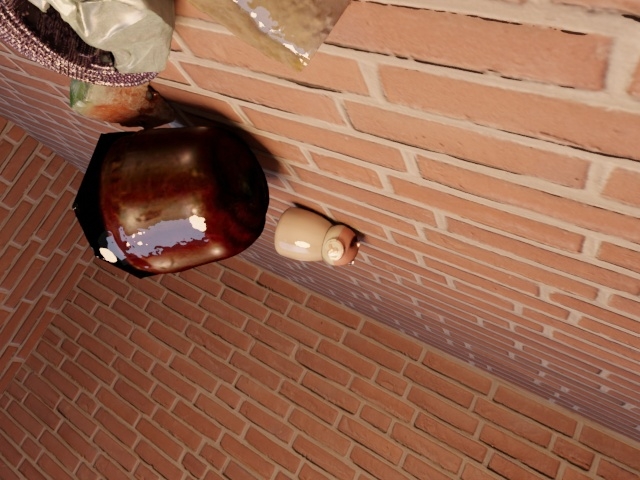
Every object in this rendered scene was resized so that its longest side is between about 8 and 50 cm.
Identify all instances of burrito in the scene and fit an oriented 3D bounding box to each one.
[{"bbox_3d":[-0.116,-0.305,0.544,0.299,0.105,0.143,30,162,-10],"label":"burrito"}]

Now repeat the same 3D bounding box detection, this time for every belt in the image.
[{"bbox_3d":[-0.350,-0.342,0.715,0.260,0.122,0.325,0,165,4],"label":"belt"}]

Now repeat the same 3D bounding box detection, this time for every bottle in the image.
[{"bbox_3d":[0.000,0.000,1.406,0.236,0.148,0.147,16,163,19],"label":"bottle"}]

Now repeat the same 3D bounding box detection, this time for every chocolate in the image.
[{"bbox_3d":[-0.297,-0.102,1.144,0.331,0.384,0.383,-8,148,31],"label":"chocolate"}]

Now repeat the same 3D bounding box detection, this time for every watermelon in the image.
[{"bbox_3d":[-0.447,-0.329,1.147,0.094,0.154,0.241,20,179,32],"label":"watermelon"}]
